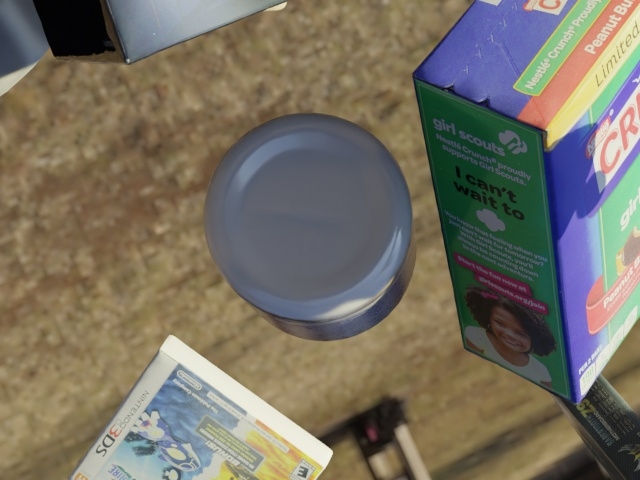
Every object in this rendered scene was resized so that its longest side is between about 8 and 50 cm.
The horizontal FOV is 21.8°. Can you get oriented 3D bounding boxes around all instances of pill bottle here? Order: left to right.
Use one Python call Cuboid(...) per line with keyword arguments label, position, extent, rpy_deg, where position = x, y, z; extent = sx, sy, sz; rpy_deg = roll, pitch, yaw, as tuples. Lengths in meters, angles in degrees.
Cuboid(label="pill bottle", position=(0.000, 0.000, 1.307), extent=(0.153, 0.153, 0.265), rpy_deg=(-25, 170, 0))

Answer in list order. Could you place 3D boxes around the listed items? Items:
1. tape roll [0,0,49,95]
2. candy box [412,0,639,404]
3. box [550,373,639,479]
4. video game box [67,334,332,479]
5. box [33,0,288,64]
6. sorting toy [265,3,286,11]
Cuboid(label="tape roll", position=(-0.333, -0.168, 1.419), extent=(0.219, 0.072, 0.219), rpy_deg=(-22, -149, 14))
Cuboid(label="candy box", position=(0.203, -0.081, 1.247), extent=(0.268, 0.122, 0.317), rpy_deg=(-50, 145, -26))
Cuboid(label="box", position=(0.337, 0.234, 1.813), extent=(0.059, 0.233, 0.183), rpy_deg=(-36, 128, 0))
Cuboid(label="video game box", position=(-0.124, 0.227, 1.674), extent=(0.187, 0.205, 0.048), rpy_deg=(-54, -179, 23))
Cuboid(label="box", position=(-0.081, -0.312, 1.159), extent=(0.294, 0.296, 0.183), rpy_deg=(-25, -163, -21))
Cuboid(label="sorting toy", position=(-0.142, -0.331, 1.746), extent=(0.208, 0.193, 0.038), rpy_deg=(-7, -173, -18))
